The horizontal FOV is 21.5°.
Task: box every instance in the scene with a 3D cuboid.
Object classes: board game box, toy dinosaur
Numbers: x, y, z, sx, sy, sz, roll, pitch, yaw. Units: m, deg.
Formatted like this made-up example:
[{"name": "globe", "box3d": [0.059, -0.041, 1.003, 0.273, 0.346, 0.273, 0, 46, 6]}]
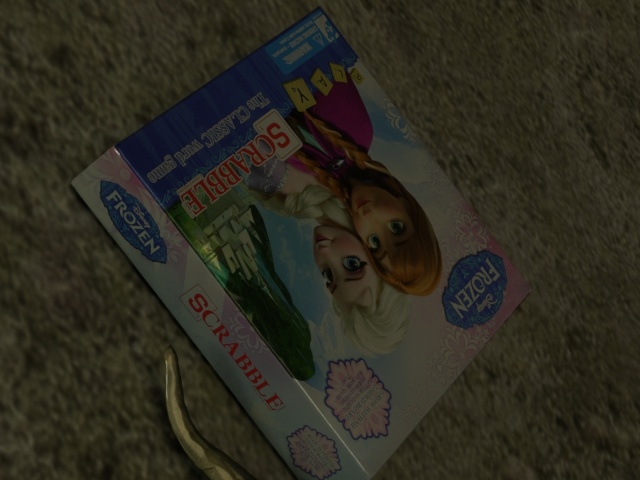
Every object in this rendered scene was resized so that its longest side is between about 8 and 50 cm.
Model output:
[{"name": "board game box", "box3d": [0.000, 0.000, 1.381, 0.318, 0.066, 0.318, 52, 41, -5]}, {"name": "toy dinosaur", "box3d": [-0.044, 0.204, 1.211, 0.268, 0.064, 0.118, 48, 27, -9]}]
